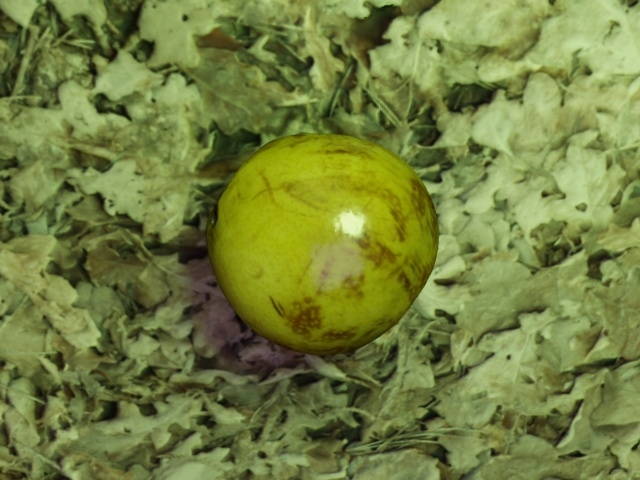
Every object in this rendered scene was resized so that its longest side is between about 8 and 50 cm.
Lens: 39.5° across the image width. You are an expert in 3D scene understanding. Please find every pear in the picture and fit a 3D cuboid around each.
[{"bbox_3d":[0.000,0.000,1.082,0.280,0.281,0.281,-2,115,-3],"label":"pear"}]
